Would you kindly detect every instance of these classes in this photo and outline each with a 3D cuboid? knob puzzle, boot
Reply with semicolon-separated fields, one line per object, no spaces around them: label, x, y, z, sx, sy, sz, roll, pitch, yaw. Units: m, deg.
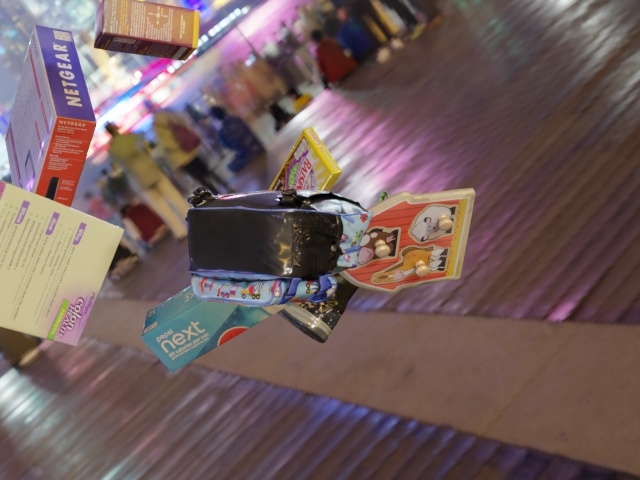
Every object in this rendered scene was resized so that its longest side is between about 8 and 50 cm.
knob puzzle;0.103;0.013;1.357;0.213;0.213;0.030;-34;46;19
boot;-0.026;0.026;1.581;0.178;0.236;0.085;-48;-28;-8

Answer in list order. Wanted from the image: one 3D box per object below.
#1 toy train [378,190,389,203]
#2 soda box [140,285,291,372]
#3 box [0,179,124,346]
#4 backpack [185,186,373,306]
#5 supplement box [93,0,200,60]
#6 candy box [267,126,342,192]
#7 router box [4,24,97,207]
toy train;0.120;-0.058;2.066;0.024;0.017;0.083;-159;81;-76
soda box;-0.129;0.086;1.358;0.210;0.071;0.067;-30;24;13
box;-0.476;0.032;1.660;0.117;0.243;0.213;18;85;42
backpack;-0.034;0.004;1.067;0.158;0.117;0.173;2;3;37
supplement box;-0.341;-0.414;2.021;0.104;0.188;0.081;163;110;-68
candy box;-0.036;-0.096;1.850;0.027;0.105;0.206;-18;-26;-38
router box;-0.564;-0.226;2.129;0.301;0.082;0.335;-62;36;34
